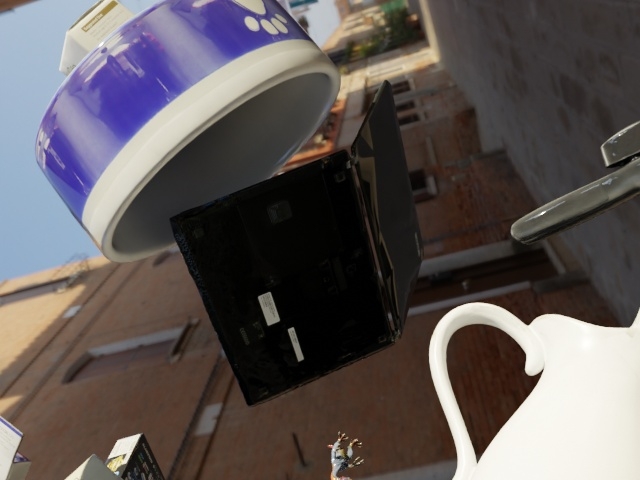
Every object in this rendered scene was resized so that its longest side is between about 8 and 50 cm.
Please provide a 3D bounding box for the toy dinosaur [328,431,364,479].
[{"bbox_3d":[0.031,0.316,0.997,0.082,0.047,0.090,-58,-1,-43],"label":"toy dinosaur"}]

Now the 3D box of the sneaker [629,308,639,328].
[{"bbox_3d":[0.548,0.157,1.114,0.257,0.169,0.447,32,-102,-61],"label":"sneaker"}]

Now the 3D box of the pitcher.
[{"bbox_3d":[0.133,0.141,0.432,0.207,0.178,0.125,-65,-29,-25],"label":"pitcher"}]

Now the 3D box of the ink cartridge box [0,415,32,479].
[{"bbox_3d":[-0.611,0.420,1.212,0.371,0.176,0.069,-64,-16,18],"label":"ink cartridge box"}]

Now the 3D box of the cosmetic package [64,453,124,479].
[{"bbox_3d":[-0.263,0.368,0.645,0.153,0.296,0.129,19,141,45],"label":"cosmetic package"}]

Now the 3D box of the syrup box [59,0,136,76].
[{"bbox_3d":[-0.226,-0.207,0.956,0.237,0.093,0.096,37,-121,-9],"label":"syrup box"}]

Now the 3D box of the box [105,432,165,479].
[{"bbox_3d":[-0.383,0.609,1.480,0.293,0.073,0.295,-80,-28,-73],"label":"box"}]

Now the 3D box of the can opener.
[{"bbox_3d":[0.274,-0.046,0.690,0.059,0.186,0.073,19,-136,-49],"label":"can opener"}]

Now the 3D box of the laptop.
[{"bbox_3d":[0.000,0.000,0.720,0.136,0.264,0.234,-127,17,-56],"label":"laptop"}]

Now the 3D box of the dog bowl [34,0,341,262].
[{"bbox_3d":[-0.114,-0.101,0.638,0.104,0.265,0.265,51,-172,7],"label":"dog bowl"}]
